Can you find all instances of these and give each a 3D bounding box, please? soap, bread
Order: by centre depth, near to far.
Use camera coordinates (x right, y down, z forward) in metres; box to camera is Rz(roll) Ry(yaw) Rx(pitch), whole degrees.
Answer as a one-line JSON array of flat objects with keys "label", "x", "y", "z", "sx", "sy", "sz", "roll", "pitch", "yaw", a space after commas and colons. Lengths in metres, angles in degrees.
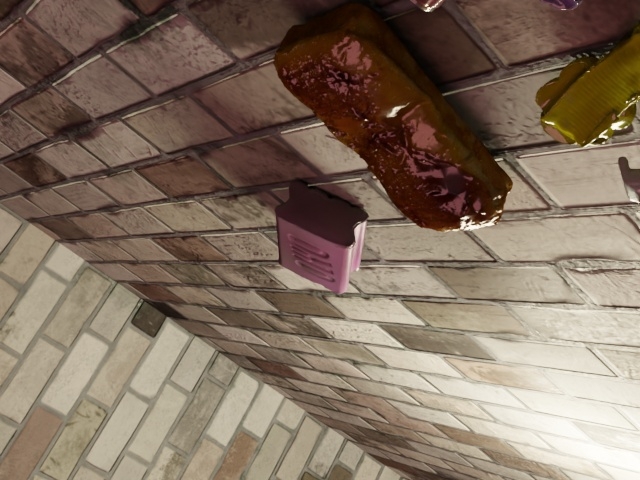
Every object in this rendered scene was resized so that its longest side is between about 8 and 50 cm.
[{"label": "bread", "x": 0.078, "y": -0.109, "z": 0.801, "sx": 0.139, "sy": 0.077, "sz": 0.271, "roll": -1, "pitch": 142, "yaw": 49}, {"label": "soap", "x": 0.000, "y": 0.000, "z": 1.187, "sx": 0.122, "sy": 0.065, "sz": 0.203, "roll": 25, "pitch": 159, "yaw": 9}]

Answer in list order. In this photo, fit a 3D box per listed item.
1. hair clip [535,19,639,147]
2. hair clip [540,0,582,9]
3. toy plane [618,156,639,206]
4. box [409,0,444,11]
[{"label": "hair clip", "x": 0.220, "y": -0.120, "z": 0.623, "sx": 0.072, "sy": 0.046, "sz": 0.173, "roll": 39, "pitch": 159, "yaw": 2}, {"label": "hair clip", "x": 0.052, "y": -0.240, "z": 0.515, "sx": 0.278, "sy": 0.090, "sz": 0.137, "roll": 23, "pitch": 164, "yaw": 6}, {"label": "toy plane", "x": 0.333, "y": -0.049, "z": 0.558, "sx": 0.245, "sy": 0.117, "sz": 0.244, "roll": 8, "pitch": 152, "yaw": 4}, {"label": "box", "x": 0.087, "y": -0.227, "z": 0.395, "sx": 0.120, "sy": 0.069, "sz": 0.224, "roll": 34, "pitch": 136, "yaw": -14}]
